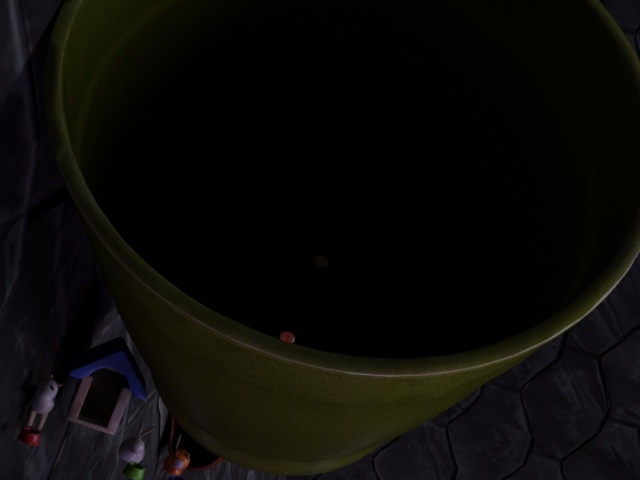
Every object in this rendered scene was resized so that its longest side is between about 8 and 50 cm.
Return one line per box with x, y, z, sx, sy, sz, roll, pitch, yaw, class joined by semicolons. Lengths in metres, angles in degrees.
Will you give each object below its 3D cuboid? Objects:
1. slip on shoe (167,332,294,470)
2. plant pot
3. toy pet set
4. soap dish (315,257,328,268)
-0.101;0.125;1.261;0.101;0.123;0.331;-47;158;-68;slip on shoe
0.000;0.000;0.790;0.353;0.366;0.367;106;3;-58;plant pot
-0.148;0.117;0.803;0.114;0.122;0.065;-135;-113;-75;toy pet set
0.006;0.094;1.431;0.118;0.290;0.229;70;32;-47;soap dish
